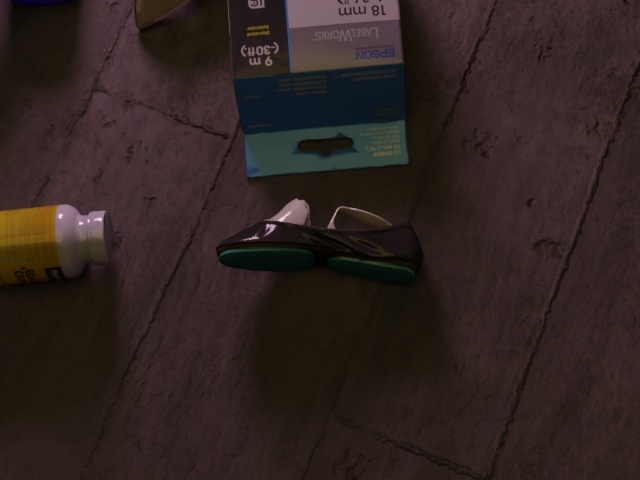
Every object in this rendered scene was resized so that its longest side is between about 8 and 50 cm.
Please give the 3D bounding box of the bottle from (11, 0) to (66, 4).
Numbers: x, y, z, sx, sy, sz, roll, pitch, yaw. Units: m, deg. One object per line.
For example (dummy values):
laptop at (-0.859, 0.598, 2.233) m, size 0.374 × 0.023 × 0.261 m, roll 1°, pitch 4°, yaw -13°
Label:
bottle at (-0.411, -0.491, 1.679) m, size 0.118 × 0.092 × 0.282 m, roll -1°, pitch 76°, yaw 5°

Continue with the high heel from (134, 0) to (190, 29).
high heel at (-0.202, -0.441, 1.687) m, size 0.093 × 0.186 × 0.261 m, roll 27°, pitch 111°, yaw -21°

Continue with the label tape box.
label tape box at (-0.003, -0.270, 1.605) m, size 0.241 × 0.106 × 0.333 m, roll -5°, pitch 76°, yaw 1°

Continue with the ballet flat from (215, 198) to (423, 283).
ballet flat at (0.000, 0.000, 1.552) m, size 0.281 × 0.095 × 0.096 m, roll 6°, pitch 66°, yaw -7°

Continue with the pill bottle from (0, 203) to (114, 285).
pill bottle at (-0.379, 0.005, 1.550) m, size 0.184 × 0.103 × 0.103 m, roll -6°, pitch 76°, yaw 1°
